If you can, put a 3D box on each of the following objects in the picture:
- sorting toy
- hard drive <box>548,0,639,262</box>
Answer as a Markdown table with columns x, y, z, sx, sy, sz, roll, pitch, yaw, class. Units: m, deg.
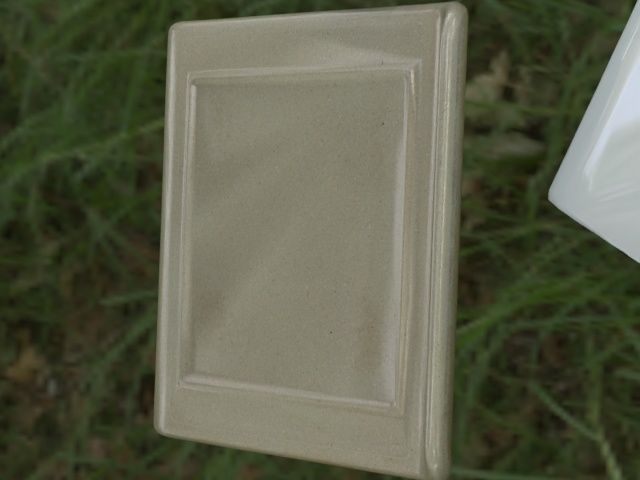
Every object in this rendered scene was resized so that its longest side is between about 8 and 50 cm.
| x | y | z | sx | sy | sz | roll | pitch | yaw | class |
| --- | --- | --- | --- | --- | --- | --- | --- | --- | --- |
| 0.000 | 0.000 | 0.791 | 0.196 | 0.047 | 0.348 | 3 | 91 | 51 | sorting toy |
| 0.215 | -0.101 | 0.616 | 0.203 | 0.040 | 0.307 | 37 | 112 | 37 | hard drive |
